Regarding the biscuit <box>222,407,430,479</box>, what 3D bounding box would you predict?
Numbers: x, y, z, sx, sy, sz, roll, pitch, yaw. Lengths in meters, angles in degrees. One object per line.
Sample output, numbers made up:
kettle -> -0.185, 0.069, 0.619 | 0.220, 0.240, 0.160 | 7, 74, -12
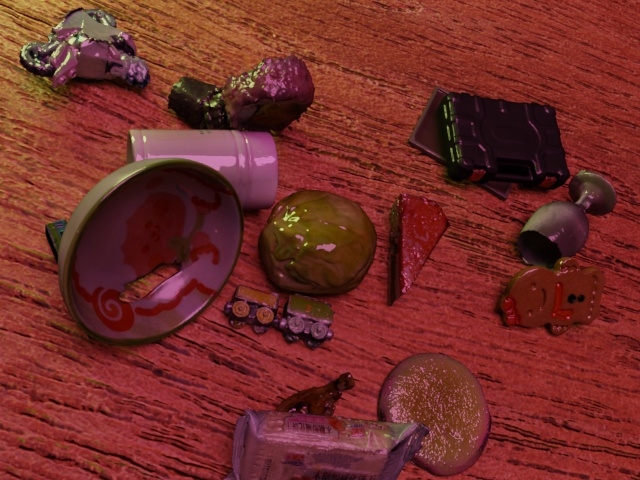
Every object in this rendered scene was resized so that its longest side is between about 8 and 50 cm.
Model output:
biscuit -> 0.004, 0.341, 1.107 | 0.309, 0.186, 0.079 | 10, 34, -12

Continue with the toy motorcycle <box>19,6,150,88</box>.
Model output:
toy motorcycle -> -0.420, -0.346, 1.310 | 0.204, 0.108, 0.239 | 33, 60, -2

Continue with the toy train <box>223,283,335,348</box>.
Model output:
toy train -> -0.072, 0.132, 1.240 | 0.202, 0.060, 0.081 | 17, 55, -11

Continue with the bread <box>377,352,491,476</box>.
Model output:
bread -> 0.215, 0.315, 1.267 | 0.228, 0.033, 0.229 | 8, 65, -17

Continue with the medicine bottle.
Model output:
medicine bottle -> -0.215, -0.125, 1.254 | 0.253, 0.152, 0.152 | -2, 67, -19

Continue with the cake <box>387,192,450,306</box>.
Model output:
cake -> 0.195, 0.024, 1.363 | 0.116, 0.086, 0.221 | 8, 63, -13

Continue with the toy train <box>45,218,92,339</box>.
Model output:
toy train -> -0.406, 0.065, 1.163 | 0.042, 0.044, 0.209 | -21, 75, -27

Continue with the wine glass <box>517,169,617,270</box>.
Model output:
wine glass -> 0.530, -0.042, 1.487 | 0.241, 0.126, 0.126 | -39, 83, -28

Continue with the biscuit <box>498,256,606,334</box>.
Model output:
biscuit -> 0.470, 0.114, 1.399 | 0.225, 0.036, 0.166 | 3, 105, -12

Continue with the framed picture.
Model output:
framed picture -> 0.339, -0.225, 1.562 | 0.260, 0.023, 0.189 | 30, 61, -4

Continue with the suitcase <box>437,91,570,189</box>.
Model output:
suitcase -> 0.407, -0.220, 1.536 | 0.285, 0.066, 0.206 | 3, 66, -18

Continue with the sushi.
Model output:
sushi -> -0.079, -0.276, 1.310 | 0.241, 0.161, 0.108 | 0, 75, -66

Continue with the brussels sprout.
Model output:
brussels sprout -> 0.000, 0.000, 1.264 | 0.223, 0.161, 0.223 | 12, 59, -20

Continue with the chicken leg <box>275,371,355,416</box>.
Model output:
chicken leg -> -0.003, 0.287, 1.191 | 0.093, 0.070, 0.178 | 35, 44, 28

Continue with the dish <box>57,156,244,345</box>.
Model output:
dish -> -0.287, 0.001, 1.121 | 0.324, 0.324, 0.124 | -33, 47, -28

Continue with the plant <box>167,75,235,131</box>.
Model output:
plant -> -0.224, -0.259, 1.353 | 0.143, 0.094, 0.092 | 26, 46, 7
